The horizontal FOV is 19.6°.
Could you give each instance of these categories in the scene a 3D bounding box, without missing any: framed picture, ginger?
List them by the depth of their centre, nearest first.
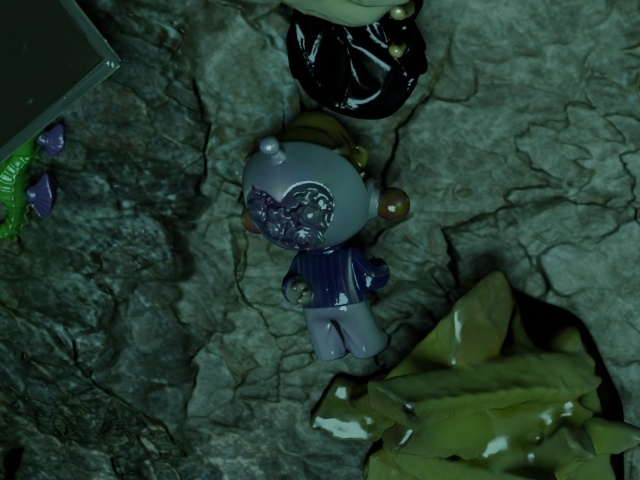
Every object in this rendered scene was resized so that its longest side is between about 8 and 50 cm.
[{"bbox_3d":[-0.355,-0.194,1.962,0.252,0.014,0.197,-36,94,23],"label":"framed picture"},{"bbox_3d":[0.174,0.250,2.110,0.358,0.211,0.413,-24,117,20],"label":"ginger"}]

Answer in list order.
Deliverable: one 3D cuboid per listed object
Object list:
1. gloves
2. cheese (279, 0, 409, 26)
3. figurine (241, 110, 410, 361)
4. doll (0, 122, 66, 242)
[{"bbox_3d":[0.046,-0.223,1.879,0.164,0.124,0.203,14,125,-15],"label":"gloves"},{"bbox_3d":[0.055,-0.350,1.699,0.115,0.318,0.326,30,105,-29],"label":"cheese"},{"bbox_3d":[-0.008,0.004,2.013,0.194,0.133,0.274,17,120,20],"label":"figurine"},{"bbox_3d":[-0.345,-0.073,2.045,0.115,0.050,0.190,10,123,-6],"label":"doll"}]
